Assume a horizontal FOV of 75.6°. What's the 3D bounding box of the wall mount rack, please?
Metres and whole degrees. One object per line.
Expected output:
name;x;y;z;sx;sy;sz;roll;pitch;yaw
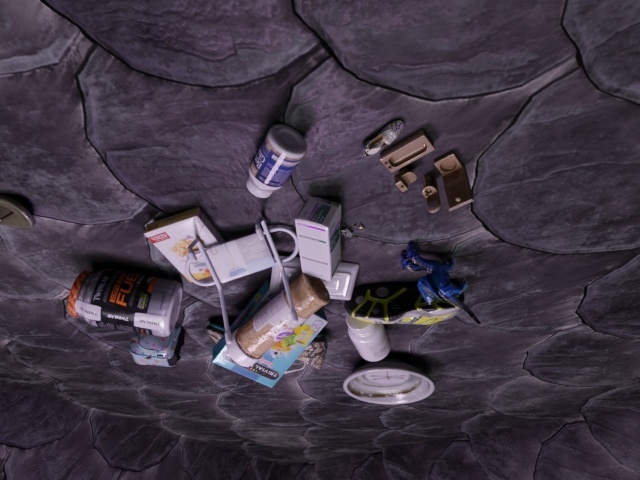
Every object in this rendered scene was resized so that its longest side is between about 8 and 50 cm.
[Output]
wall mount rack;-0.213;0.109;1.173;0.350;0.130;0.304;-18;109;6

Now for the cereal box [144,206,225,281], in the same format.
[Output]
cereal box;-0.377;0.019;1.230;0.173;0.047;0.240;-18;135;11

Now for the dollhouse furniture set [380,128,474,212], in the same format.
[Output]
dollhouse furniture set;0.237;-0.145;0.937;0.144;0.123;0.151;-26;131;31

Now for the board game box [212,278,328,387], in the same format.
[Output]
board game box;-0.177;0.333;1.447;0.254;0.079;0.336;33;103;-24

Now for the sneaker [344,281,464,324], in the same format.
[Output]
sneaker;0.271;0.230;1.363;0.385;0.145;0.147;-2;139;11

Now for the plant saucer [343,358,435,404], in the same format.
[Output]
plant saucer;0.302;0.619;1.850;0.401;0.100;0.400;2;140;2

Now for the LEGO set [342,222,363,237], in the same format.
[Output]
LEGO set;0.082;-0.025;1.170;0.083;0.023;0.054;-24;132;30

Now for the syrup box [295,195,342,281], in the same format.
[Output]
syrup box;0.000;0.000;1.139;0.096;0.093;0.236;16;142;15

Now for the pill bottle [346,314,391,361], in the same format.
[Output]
pill bottle;0.172;0.333;1.502;0.131;0.131;0.229;-10;138;16

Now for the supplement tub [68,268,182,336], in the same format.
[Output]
supplement tub;-0.643;0.204;1.382;0.316;0.193;0.193;11;139;-8

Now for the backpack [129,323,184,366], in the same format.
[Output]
backpack;-0.658;0.407;1.642;0.189;0.165;0.144;-1;138;2

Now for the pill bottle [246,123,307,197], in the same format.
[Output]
pill bottle;-0.109;-0.177;0.956;0.094;0.094;0.169;22;136;-20

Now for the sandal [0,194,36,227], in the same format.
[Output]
sandal;-0.964;-0.066;1.175;0.303;0.086;0.120;3;140;2

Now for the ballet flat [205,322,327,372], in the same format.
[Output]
ballet flat;-0.216;0.434;1.605;0.483;0.182;0.164;7;172;-3

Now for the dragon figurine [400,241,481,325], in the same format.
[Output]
dragon figurine;0.339;0.133;1.198;0.144;0.289;0.085;-18;165;-16

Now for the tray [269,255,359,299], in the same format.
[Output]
tray;-0.021;0.127;1.306;0.271;0.030;0.145;6;120;-8

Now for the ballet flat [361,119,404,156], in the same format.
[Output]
ballet flat;0.139;-0.222;0.921;0.114;0.041;0.041;-31;128;34

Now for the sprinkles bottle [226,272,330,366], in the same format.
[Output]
sprinkles bottle;-0.135;0.245;1.277;0.355;0.121;0.121;-42;124;17
